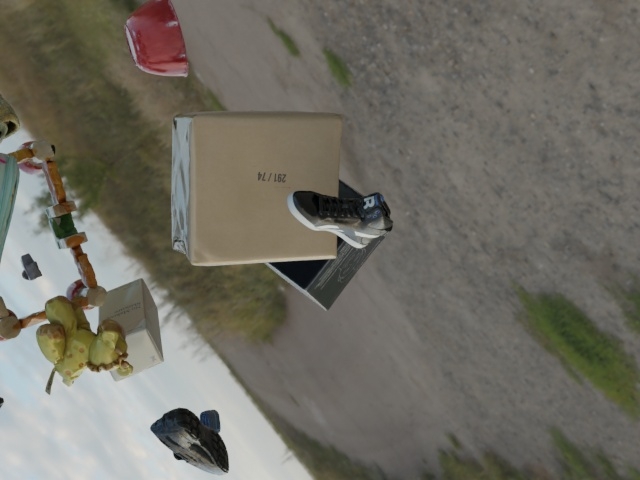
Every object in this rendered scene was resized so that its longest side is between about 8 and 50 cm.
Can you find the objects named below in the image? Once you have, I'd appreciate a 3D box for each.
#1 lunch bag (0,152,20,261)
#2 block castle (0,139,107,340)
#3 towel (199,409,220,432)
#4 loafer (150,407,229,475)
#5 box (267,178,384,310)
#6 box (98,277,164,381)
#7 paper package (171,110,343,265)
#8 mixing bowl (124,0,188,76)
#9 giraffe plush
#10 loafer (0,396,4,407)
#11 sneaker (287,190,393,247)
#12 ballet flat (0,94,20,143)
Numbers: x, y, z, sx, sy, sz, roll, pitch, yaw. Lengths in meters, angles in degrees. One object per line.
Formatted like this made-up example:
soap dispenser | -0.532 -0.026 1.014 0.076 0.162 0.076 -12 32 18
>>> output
lunch bag | -0.632 -0.024 1.501 0.108 0.279 0.224 11 170 -25
block castle | -0.736 0.002 1.973 0.213 0.303 0.453 -4 106 60
towel | -0.296 0.492 2.193 0.119 0.029 0.067 47 -145 -77
loafer | -0.244 0.389 1.547 0.223 0.078 0.076 58 -163 -45
box | 0.000 0.000 2.275 0.212 0.293 0.395 36 175 15
box | -0.532 0.243 2.264 0.311 0.148 0.121 -124 13 -63
paper package | -0.132 -0.112 1.674 0.168 0.325 0.309 -158 67 -65
mixing bowl | -0.355 -0.425 1.718 0.181 0.098 0.181 163 90 -73
giraffe plush | -0.495 0.225 1.751 0.181 0.170 0.210 61 -154 -66
loafer | -0.682 0.333 1.544 0.078 0.080 0.220 29 177 -2
sneaker | 0.050 -0.065 1.538 0.217 0.121 0.079 23 -133 -39
ballet flat | -0.623 -0.133 1.332 0.123 0.348 0.123 15 134 16
